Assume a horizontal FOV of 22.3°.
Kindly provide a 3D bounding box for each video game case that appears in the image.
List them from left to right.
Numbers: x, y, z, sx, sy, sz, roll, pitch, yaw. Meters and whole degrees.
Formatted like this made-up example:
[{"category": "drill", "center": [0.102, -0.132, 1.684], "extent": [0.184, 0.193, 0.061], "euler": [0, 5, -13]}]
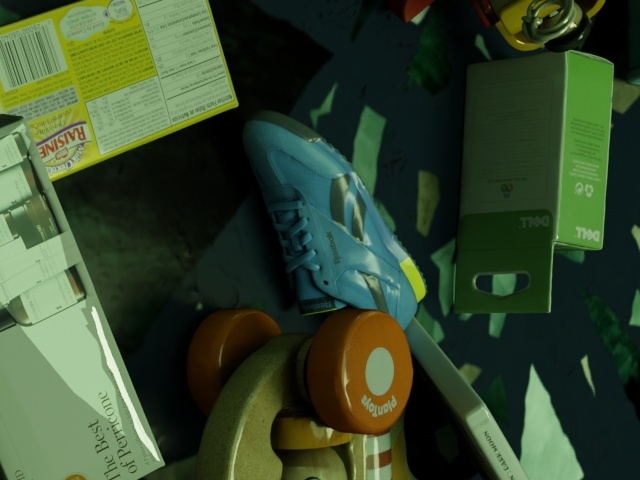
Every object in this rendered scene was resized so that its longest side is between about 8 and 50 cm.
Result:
[{"category": "video game case", "center": [0.121, 0.152, 1.219], "extent": [0.022, 0.190, 0.173], "euler": [-33, 114, -2]}]

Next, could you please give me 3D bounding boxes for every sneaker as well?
[{"category": "sneaker", "center": [0.000, 0.000, 1.180], "extent": [0.082, 0.069, 0.209], "euler": [-51, 121, -27]}]

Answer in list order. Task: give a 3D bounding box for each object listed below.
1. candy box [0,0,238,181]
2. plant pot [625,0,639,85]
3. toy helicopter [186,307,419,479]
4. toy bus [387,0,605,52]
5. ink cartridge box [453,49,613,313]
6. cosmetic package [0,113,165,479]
[{"category": "candy box", "center": [-0.147, -0.108, 1.074], "extent": [0.206, 0.027, 0.105], "euler": [-26, 110, -40]}, {"category": "plant pot", "center": [0.392, -0.280, 1.417], "extent": [0.271, 0.271, 0.255], "euler": [-7, 91, -43]}, {"category": "toy helicopter", "center": [0.034, 0.204, 1.165], "extent": [0.355, 0.140, 0.235], "euler": [35, 62, -46]}, {"category": "toy bus", "center": [0.170, -0.201, 1.261], "extent": [0.104, 0.191, 0.202], "euler": [49, 62, -39]}, {"category": "ink cartridge box", "center": [0.171, -0.042, 1.310], "extent": [0.062, 0.109, 0.209], "euler": [9, 82, -41]}, {"category": "cosmetic package", "center": [-0.186, 0.051, 0.994], "extent": [0.099, 0.060, 0.239], "euler": [-26, 107, -19]}]
